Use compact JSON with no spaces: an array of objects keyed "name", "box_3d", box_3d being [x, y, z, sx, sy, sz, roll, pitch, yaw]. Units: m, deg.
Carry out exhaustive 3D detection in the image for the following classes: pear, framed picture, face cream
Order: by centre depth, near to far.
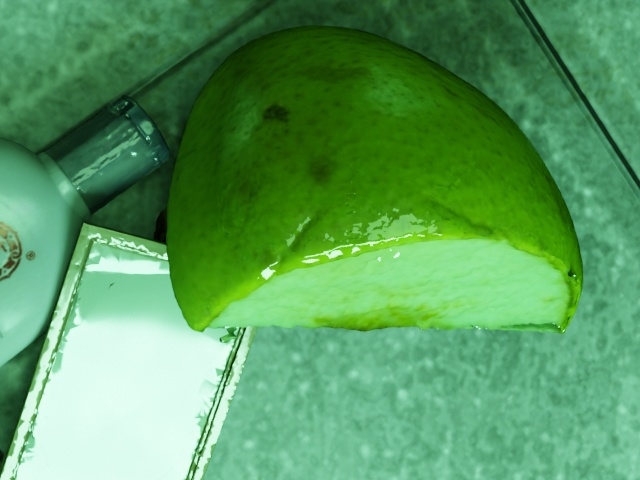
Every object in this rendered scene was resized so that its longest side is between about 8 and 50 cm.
[{"name":"face cream","box_3d":[-0.225,0.011,0.976,0.291,0.071,0.144,-37,107,-15]},{"name":"pear","box_3d":[0.043,-0.066,0.996,0.288,0.139,0.239,2,52,-23]},{"name":"framed picture","box_3d":[-0.123,0.096,1.002,0.136,0.010,0.201,15,102,-22]}]

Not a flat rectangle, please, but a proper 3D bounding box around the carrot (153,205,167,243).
[{"name":"carrot","box_3d":[0.000,0.001,1.051,0.228,0.069,0.069,2,89,-19]}]
